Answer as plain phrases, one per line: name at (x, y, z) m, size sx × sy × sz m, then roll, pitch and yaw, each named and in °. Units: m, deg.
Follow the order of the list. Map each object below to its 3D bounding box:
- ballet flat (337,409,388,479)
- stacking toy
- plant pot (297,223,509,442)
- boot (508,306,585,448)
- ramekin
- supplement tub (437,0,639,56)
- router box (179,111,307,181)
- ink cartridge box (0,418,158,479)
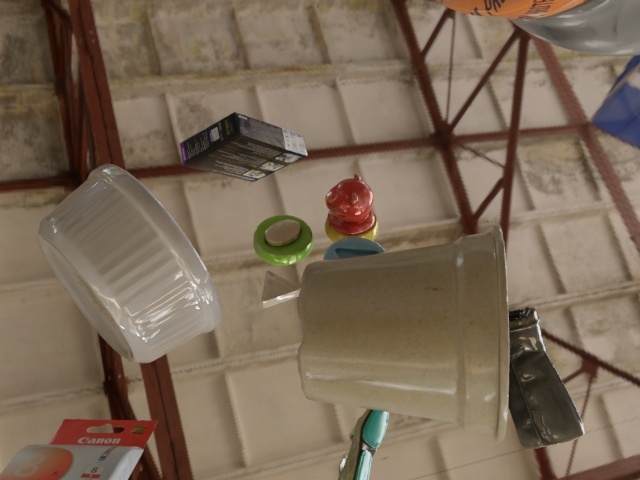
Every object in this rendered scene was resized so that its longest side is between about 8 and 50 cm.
ballet flat at (0.061, 0.330, 1.289) m, size 0.057 × 0.052 × 0.168 m, roll 50°, pitch -133°, yaw -31°
stacking toy at (0.000, 0.000, 1.668) m, size 0.279 × 0.130 × 0.309 m, roll -4°, pitch -135°, yaw -4°
plant pot at (0.128, 0.141, 1.272) m, size 0.305 × 0.334 × 0.334 m, roll 0°, pitch -121°, yaw 8°
boot at (0.290, 0.221, 1.257) m, size 0.076 × 0.189 × 0.209 m, roll -34°, pitch -74°, yaw -53°
ramekin at (-0.262, 0.042, 1.078) m, size 0.127 × 0.273 × 0.273 m, roll -38°, pitch -102°, yaw -24°
supplement tub at (0.192, -0.187, 0.365) m, size 0.315 × 0.194 × 0.194 m, roll -12°, pitch -114°, yaw -29°
router box at (-0.129, -0.155, 1.379) m, size 0.178 × 0.133 × 0.046 m, roll 11°, pitch -117°, yaw -53°
ink cartridge box at (-0.306, 0.270, 1.041) m, size 0.145 × 0.045 × 0.179 m, roll -1°, pitch -155°, yaw 10°
